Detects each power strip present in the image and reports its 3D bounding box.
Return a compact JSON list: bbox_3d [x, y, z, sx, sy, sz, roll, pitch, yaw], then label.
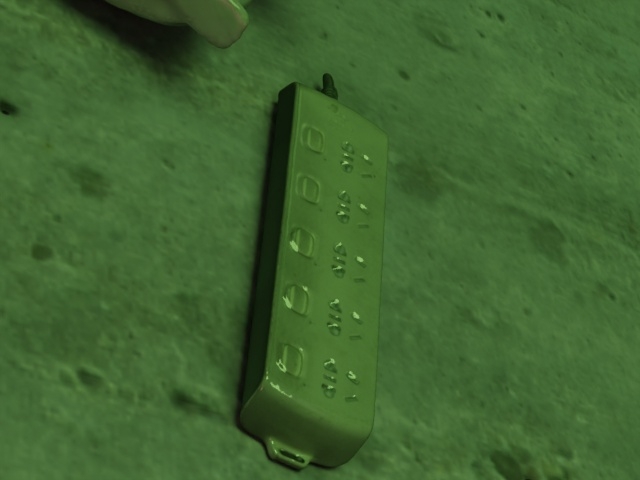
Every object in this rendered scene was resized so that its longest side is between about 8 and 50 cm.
[{"bbox_3d":[0.000,0.000,0.780,0.060,0.027,0.253,27,43,-23],"label":"power strip"}]

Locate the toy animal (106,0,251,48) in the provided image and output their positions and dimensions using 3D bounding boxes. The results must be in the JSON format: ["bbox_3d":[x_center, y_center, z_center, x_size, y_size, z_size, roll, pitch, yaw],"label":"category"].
[{"bbox_3d":[-0.038,-0.221,0.841,0.138,0.140,0.282,11,37,26],"label":"toy animal"}]
